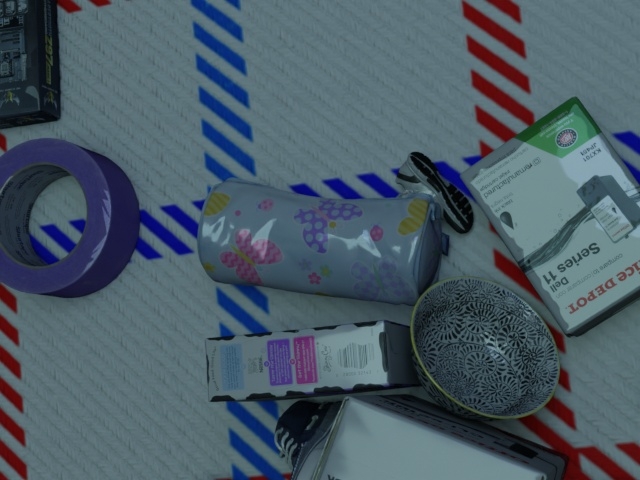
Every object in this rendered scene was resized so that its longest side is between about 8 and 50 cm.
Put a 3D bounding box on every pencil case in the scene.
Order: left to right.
[{"bbox_3d":[0.000,0.000,1.266,0.273,0.113,0.124,5,109,19],"label":"pencil case"}]

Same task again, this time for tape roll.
[{"bbox_3d":[-0.322,-0.026,1.386,0.189,0.080,0.189,-2,82,17],"label":"tape roll"}]

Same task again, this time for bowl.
[{"bbox_3d":[0.161,0.129,1.208,0.170,0.080,0.170,11,53,-15],"label":"bowl"}]

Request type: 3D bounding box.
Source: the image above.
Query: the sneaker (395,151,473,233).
[{"bbox_3d":[0.129,-0.048,1.280,0.109,0.040,0.044,51,129,10],"label":"sneaker"}]

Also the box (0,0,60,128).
[{"bbox_3d":[-0.452,-0.233,1.461,0.233,0.059,0.183,-7,81,15],"label":"box"}]

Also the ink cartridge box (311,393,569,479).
[{"bbox_3d":[0.125,0.236,1.118,0.197,0.273,0.114,19,90,18],"label":"ink cartridge box"}]

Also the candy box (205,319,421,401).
[{"bbox_3d":[-0.004,0.133,1.226,0.196,0.165,0.070,-7,81,15],"label":"candy box"}]

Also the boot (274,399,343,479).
[{"bbox_3d":[-0.017,0.231,1.216,0.086,0.190,0.069,1,108,20],"label":"boot"}]

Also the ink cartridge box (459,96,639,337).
[{"bbox_3d":[0.269,-0.021,1.203,0.153,0.087,0.208,-35,76,11],"label":"ink cartridge box"}]
